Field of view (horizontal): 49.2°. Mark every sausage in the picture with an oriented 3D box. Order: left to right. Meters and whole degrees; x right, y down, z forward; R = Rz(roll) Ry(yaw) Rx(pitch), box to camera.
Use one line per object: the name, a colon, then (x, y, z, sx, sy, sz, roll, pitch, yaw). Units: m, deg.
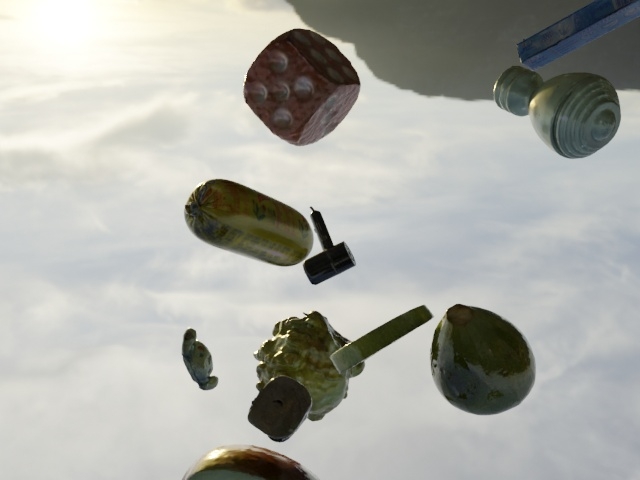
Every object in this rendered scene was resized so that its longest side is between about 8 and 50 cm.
sausage: (-0.122, -0.028, 1.292, 0.123, 0.123, 0.347, 18, 178, 34)

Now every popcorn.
popcorn: (-0.048, 0.355, 1.960, 0.312, 0.312, 0.312, 2, -159, -1)

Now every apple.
apple: (-0.057, 0.440, 1.075, 0.179, 0.346, 0.254, -47, -173, -14)

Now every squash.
squash: (0.139, 0.216, 1.563, 0.252, 0.252, 0.049, -21, -105, -45)

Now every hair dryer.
hair dryer: (0.000, 0.000, 1.786, 0.124, 0.071, 0.219, -24, -123, 8)

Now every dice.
dice: (-0.034, -0.312, 1.421, 0.175, 0.179, 0.174, 47, -149, 13)

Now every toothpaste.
toothpaste: (0.556, -0.456, 1.500, 0.066, 0.053, 0.272, 9, 156, -44)

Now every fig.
fig: (0.307, 0.237, 1.394, 0.230, 0.207, 0.207, 28, -169, -25)

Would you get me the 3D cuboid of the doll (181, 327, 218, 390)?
doll: (-0.359, 0.357, 2.051, 0.071, 0.214, 0.103, -7, -156, 23)

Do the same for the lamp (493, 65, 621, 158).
lamp: (0.303, -0.173, 0.906, 0.106, 0.106, 0.193, -7, -153, -23)

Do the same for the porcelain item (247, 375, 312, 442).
porcelain item: (-0.049, 0.248, 0.997, 0.069, 0.216, 0.081, 32, -106, 12)
